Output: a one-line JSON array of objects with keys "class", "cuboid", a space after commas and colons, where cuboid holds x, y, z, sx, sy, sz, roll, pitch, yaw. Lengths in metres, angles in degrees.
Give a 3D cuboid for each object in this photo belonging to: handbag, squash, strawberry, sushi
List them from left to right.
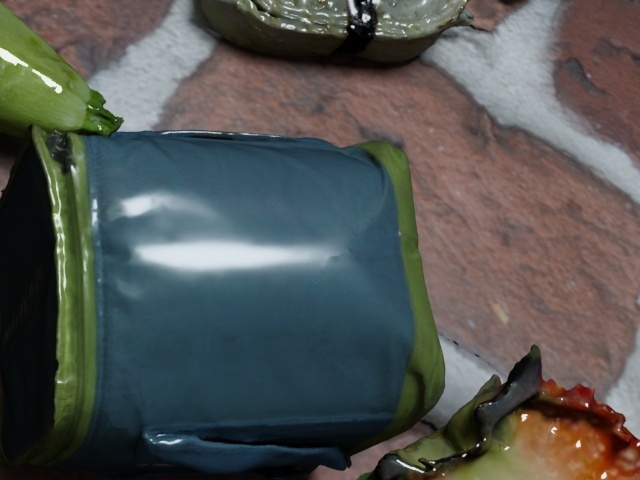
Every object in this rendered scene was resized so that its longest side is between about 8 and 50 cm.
[{"class": "squash", "cuboid": [-0.322, -0.170, 0.903, 0.370, 0.118, 0.118, 35, 52, -3]}, {"class": "handbag", "cuboid": [-0.077, 0.046, 0.766, 0.241, 0.263, 0.222, -1, 76, -21]}, {"class": "sushi", "cuboid": [0.024, -0.208, 1.078, 0.272, 0.134, 0.109, 20, 65, -27]}, {"class": "strawberry", "cuboid": [0.153, 0.248, 0.820, 0.233, 0.138, 0.306, -37, 89, -9]}]
